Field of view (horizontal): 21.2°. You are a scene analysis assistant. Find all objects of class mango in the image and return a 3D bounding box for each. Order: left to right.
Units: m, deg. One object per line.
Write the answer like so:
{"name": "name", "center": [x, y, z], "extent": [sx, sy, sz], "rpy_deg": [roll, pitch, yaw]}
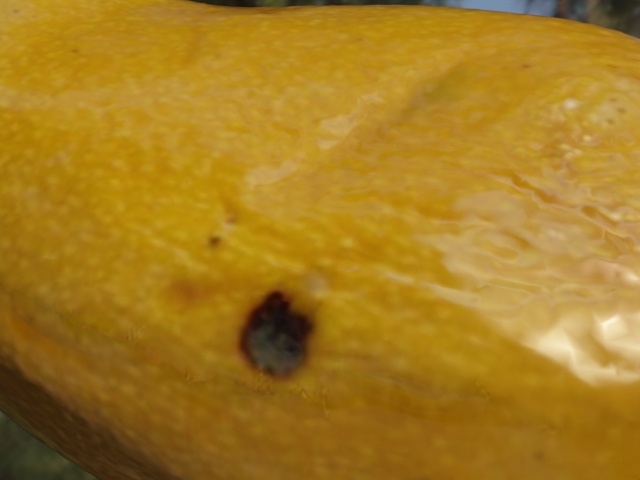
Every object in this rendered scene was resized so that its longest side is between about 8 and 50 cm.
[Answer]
{"name": "mango", "center": [0.001, 0.004, 0.414], "extent": [0.262, 0.157, 0.109], "rpy_deg": [17, -41, 26]}
